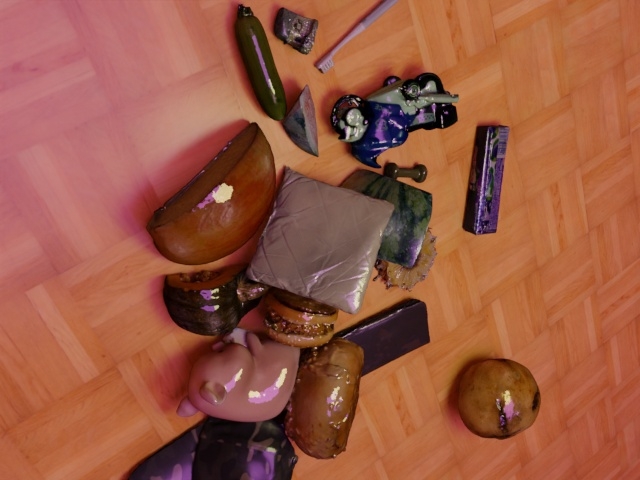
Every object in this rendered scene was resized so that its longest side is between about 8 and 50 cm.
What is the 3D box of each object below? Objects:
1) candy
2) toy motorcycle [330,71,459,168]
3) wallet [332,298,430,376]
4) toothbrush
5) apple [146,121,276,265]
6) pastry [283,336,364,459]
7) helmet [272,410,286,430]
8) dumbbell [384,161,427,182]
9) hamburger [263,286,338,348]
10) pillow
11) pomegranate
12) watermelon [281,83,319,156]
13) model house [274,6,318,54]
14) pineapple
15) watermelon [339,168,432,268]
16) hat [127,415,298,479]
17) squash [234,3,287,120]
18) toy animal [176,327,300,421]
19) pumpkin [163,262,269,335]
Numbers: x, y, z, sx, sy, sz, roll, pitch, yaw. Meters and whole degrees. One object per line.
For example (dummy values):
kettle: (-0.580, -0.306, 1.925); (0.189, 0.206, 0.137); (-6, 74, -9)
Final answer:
candy: (0.470, -0.172, 1.733); (0.088, 0.061, 0.313); (-4, 107, -28)
toy motorcycle: (0.179, -0.291, 1.491); (0.331, 0.125, 0.197); (-21, 117, -20)
wallet: (0.170, 0.280, 1.707); (0.309, 0.042, 0.165); (-22, 115, -20)
toothbrush: (0.113, -0.511, 1.432); (0.342, 0.025, 0.030); (-46, 129, -10)
apple: (-0.210, -0.087, 1.317); (0.179, 0.254, 0.346); (42, 78, 10)
pastry: (-0.002, 0.386, 1.523); (0.184, 0.285, 0.316); (11, 128, 10)
helmet: (-0.129, 0.479, 1.583); (0.089, 0.057, 0.111); (-50, 144, -61)
dumbbell: (0.223, -0.176, 1.593); (0.117, 0.046, 0.052); (-1, 111, -31)
hamburger: (-0.051, 0.180, 1.460); (0.181, 0.191, 0.118); (14, 105, -14)
pillow: (0.002, -0.001, 1.401); (0.274, 0.076, 0.281); (18, 77, 5)
pomegranate: (0.548, 0.491, 1.892); (0.260, 0.260, 0.261); (-10, 110, -28)
watermelon: (-0.038, -0.268, 1.398); (0.094, 0.081, 0.180); (-42, 142, -37)
model house: (-0.057, -0.454, 1.324); (0.083, 0.066, 0.079); (14, 96, -32)
pineapple: (0.236, 0.047, 1.672); (0.221, 0.047, 0.221); (-11, 112, -28)
watermelon: (0.161, -0.040, 1.524); (0.201, 0.261, 0.213); (25, 88, -62)
hat: (-0.259, 0.610, 1.472); (0.381, 0.257, 0.367); (-40, 121, -37)
squash: (-0.128, -0.373, 1.307); (0.069, 0.069, 0.258); (-30, 119, -20)
toy animal: (-0.178, 0.311, 1.423); (0.256, 0.195, 0.213); (13, 60, -26)
pumpkin: (-0.220, 0.135, 1.379); (0.247, 0.126, 0.131); (-12, 113, -28)
